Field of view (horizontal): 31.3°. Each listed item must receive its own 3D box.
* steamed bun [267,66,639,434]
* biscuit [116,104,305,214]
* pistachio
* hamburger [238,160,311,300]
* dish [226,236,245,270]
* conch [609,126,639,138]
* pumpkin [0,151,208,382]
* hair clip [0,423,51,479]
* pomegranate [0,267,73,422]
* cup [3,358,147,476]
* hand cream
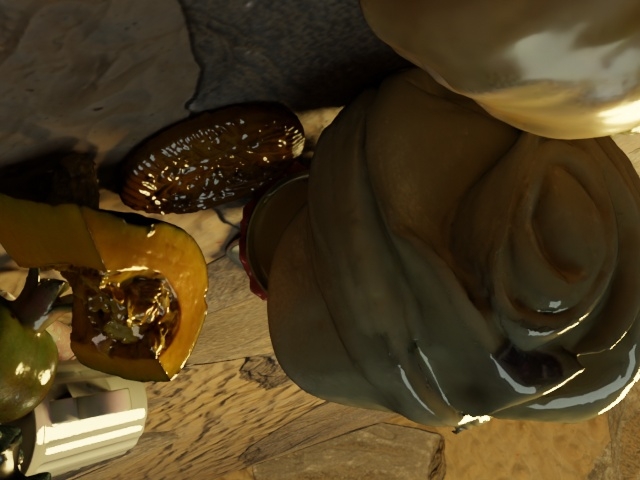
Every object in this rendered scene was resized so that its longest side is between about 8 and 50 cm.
[{"bbox_3d":[0.158,0.019,1.040,0.367,0.343,0.255,9,180,-18],"label":"steamed bun"},{"bbox_3d":[-0.102,-0.071,1.085,0.187,0.027,0.188,-19,163,-6],"label":"biscuit"},{"bbox_3d":[0.171,-0.189,0.765,0.308,0.230,0.230,-23,163,-10],"label":"pistachio"},{"bbox_3d":[-0.001,0.003,1.216,0.175,0.175,0.137,-23,175,6],"label":"hamburger"},{"bbox_3d":[-0.020,0.025,1.405,0.154,0.064,0.234,-23,161,9],"label":"dish"},{"bbox_3d":[0.271,-0.145,1.179,0.173,0.106,0.116,6,132,-29],"label":"conch"},{"bbox_3d":[-0.201,0.009,1.053,0.131,0.126,0.248,9,140,28],"label":"pumpkin"},{"bbox_3d":[-0.406,0.293,1.248,0.310,0.194,0.206,-22,-165,48],"label":"hair clip"},{"bbox_3d":[-0.328,0.096,1.175,0.191,0.131,0.152,-47,141,6],"label":"pomegranate"},{"bbox_3d":[-0.320,0.226,1.439,0.221,0.167,0.202,22,-165,35],"label":"cup"},{"bbox_3d":[-0.335,0.099,1.310,0.067,0.043,0.209,-25,156,9],"label":"hand cream"}]
